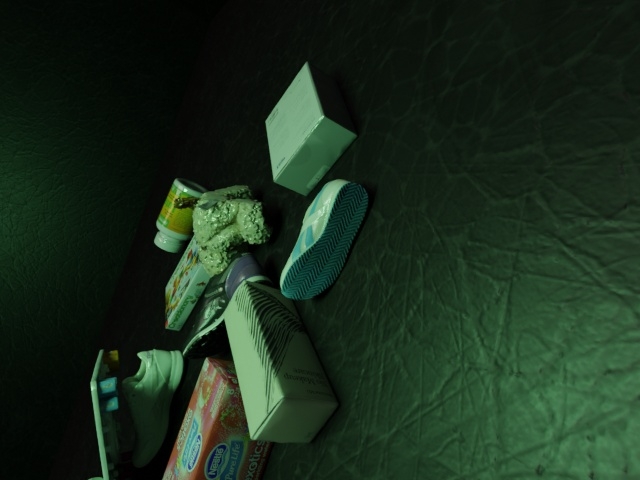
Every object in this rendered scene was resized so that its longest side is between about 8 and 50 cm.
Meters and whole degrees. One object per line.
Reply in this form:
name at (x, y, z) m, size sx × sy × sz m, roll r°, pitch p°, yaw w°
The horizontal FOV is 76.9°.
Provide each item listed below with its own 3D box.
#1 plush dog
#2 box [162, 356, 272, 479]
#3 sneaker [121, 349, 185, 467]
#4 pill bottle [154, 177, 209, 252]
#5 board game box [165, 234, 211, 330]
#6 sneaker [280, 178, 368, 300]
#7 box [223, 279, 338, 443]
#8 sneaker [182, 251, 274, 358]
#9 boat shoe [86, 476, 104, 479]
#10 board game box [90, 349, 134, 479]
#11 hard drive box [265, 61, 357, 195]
plush dog at (-0.245, -0.002, 0.999) m, size 0.262 × 0.210 × 0.226 m, roll -140°, pitch 47°, yaw -58°
box at (-0.171, 0.356, 0.710) m, size 0.122 × 0.128 × 0.257 m, roll 14°, pitch 84°, yaw 58°
sneaker at (-0.480, 0.447, 1.097) m, size 0.114 × 0.152 × 0.305 m, roll -8°, pitch 67°, yaw 52°
pill bottle at (-0.502, -0.086, 1.447) m, size 0.246 × 0.136 × 0.136 m, roll -62°, pitch 33°, yaw 11°
board game box at (-0.407, 0.109, 1.272) m, size 0.305 × 0.053 × 0.193 m, roll -55°, pitch 34°, yaw 21°
sneaker at (0.000, 0.000, 0.710) m, size 0.229 × 0.087 × 0.092 m, roll -59°, pitch 26°, yaw 3°
box at (-0.080, 0.193, 0.685) m, size 0.094 × 0.113 × 0.275 m, roll -57°, pitch 35°, yaw 16°
sneaker at (-0.220, 0.147, 0.911) m, size 0.283 × 0.107 × 0.124 m, roll -47°, pitch 52°, yaw 16°
boat shoe at (-0.646, 0.837, 1.172) m, size 0.103 × 0.113 × 0.302 m, roll -51°, pitch 47°, yaw 24°
board game box at (-0.531, 0.507, 1.050) m, size 0.390 × 0.050 × 0.390 m, roll -7°, pitch 91°, yaw 64°
hard drive box at (-0.031, -0.246, 0.881) m, size 0.181 × 0.089 × 0.232 m, roll -45°, pitch 39°, yaw 33°
